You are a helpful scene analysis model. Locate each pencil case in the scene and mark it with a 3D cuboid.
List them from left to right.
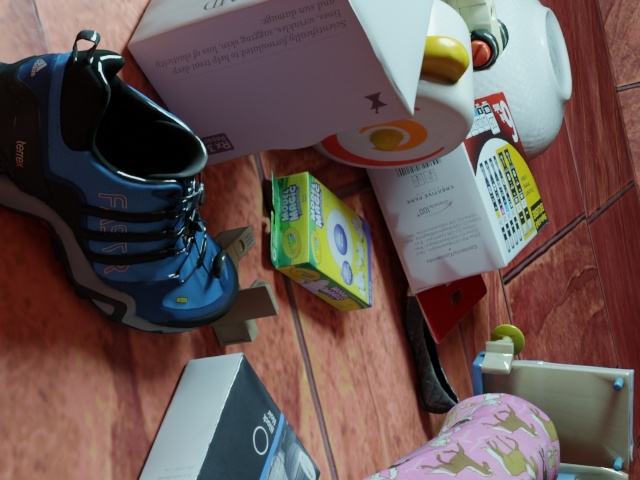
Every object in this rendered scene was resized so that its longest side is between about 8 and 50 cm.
[{"bbox_3d":[0.137,0.279,1.188,0.386,0.160,0.167,-14,124,-64],"label":"pencil case"}]

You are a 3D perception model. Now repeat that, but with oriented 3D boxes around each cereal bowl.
[{"bbox_3d":[0.341,-0.302,1.898,0.339,0.141,0.339,38,46,-55],"label":"cereal bowl"}]

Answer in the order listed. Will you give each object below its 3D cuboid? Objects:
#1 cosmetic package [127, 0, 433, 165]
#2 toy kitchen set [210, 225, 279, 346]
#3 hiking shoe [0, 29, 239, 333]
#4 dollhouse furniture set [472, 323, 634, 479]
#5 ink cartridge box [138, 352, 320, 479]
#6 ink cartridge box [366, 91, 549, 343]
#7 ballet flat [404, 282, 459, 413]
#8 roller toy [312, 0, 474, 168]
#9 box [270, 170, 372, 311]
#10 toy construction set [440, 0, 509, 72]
[{"bbox_3d":[-0.010,-0.263,1.063,0.156,0.217,0.385,60,29,-35],"label":"cosmetic package"},{"bbox_3d":[-0.062,0.038,0.994,0.083,0.068,0.075,70,26,-19],"label":"toy kitchen set"},{"bbox_3d":[-0.129,-0.022,0.803,0.304,0.132,0.113,47,40,-49],"label":"hiking shoe"},{"bbox_3d":[0.362,0.247,1.430,0.198,0.286,0.303,-37,124,-63],"label":"dollhouse furniture set"},{"bbox_3d":[-0.091,0.261,0.849,0.165,0.065,0.332,61,31,-33],"label":"ink cartridge box"},{"bbox_3d":[0.196,-0.040,1.453,0.309,0.130,0.272,-29,99,-66],"label":"ink cartridge box"},{"bbox_3d":[0.140,0.132,1.397,0.057,0.049,0.173,-5,84,-65],"label":"ballet flat"},{"bbox_3d":[0.074,-0.167,1.211,0.191,0.209,0.146,44,42,-60],"label":"roller toy"},{"bbox_3d":[0.000,0.000,1.172,0.179,0.043,0.105,34,50,-54],"label":"box"},{"bbox_3d":[0.108,-0.285,1.340,0.151,0.215,0.327,-66,142,-46],"label":"toy construction set"}]
